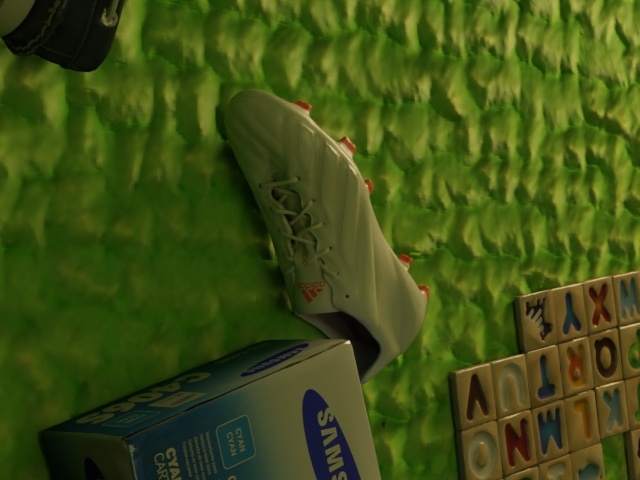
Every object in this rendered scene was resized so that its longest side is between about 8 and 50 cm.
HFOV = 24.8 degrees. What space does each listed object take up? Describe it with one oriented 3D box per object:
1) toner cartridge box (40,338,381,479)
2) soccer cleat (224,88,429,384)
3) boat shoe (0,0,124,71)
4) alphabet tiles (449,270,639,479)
[{"bbox_3d":[-0.026,0.242,0.783,0.165,0.075,0.348,-20,101,-44],"label":"toner cartridge box"},{"bbox_3d":[0.000,0.000,0.840,0.076,0.068,0.196,-53,125,-30],"label":"soccer cleat"},{"bbox_3d":[-0.109,-0.210,0.726,0.079,0.095,0.255,21,73,-41],"label":"boat shoe"},{"bbox_3d":[0.175,0.133,1.043,0.237,0.009,0.198,-9,93,-46],"label":"alphabet tiles"}]
